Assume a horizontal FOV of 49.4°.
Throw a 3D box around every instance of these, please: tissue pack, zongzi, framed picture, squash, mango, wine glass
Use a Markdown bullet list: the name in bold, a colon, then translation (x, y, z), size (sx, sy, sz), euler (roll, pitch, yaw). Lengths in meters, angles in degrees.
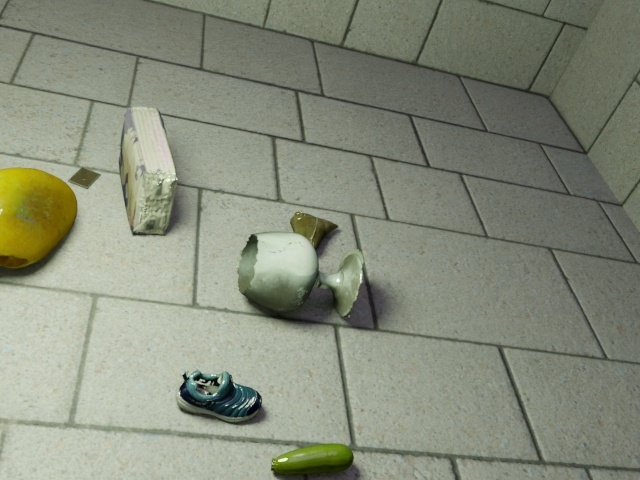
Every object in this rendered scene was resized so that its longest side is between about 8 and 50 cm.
- **tissue pack**: translation (-0.521, -0.207, 2.077), size (0.125, 0.242, 0.344), euler (2, 43, -25)
- **zongzi**: translation (0.000, 0.000, 2.217), size (0.178, 0.081, 0.189), euler (12, 44, -28)
- **framed picture**: translation (-0.729, -0.194, 2.153), size (0.066, 0.007, 0.089), euler (21, 38, 0)
- **squash**: translation (-0.018, 0.507, 1.606), size (0.201, 0.066, 0.066), euler (-1, 43, -18)
- **mango**: translation (-0.770, -0.070, 1.814), size (0.365, 0.182, 0.253), euler (-36, 107, -60)
- **wine glass**: translation (-0.061, 0.092, 1.953), size (0.323, 0.238, 0.238), euler (15, 37, -22)

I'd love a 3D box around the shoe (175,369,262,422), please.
- **shoe**: translation (-0.235, 0.361, 1.644), size (0.207, 0.106, 0.091), euler (16, 39, -16)
